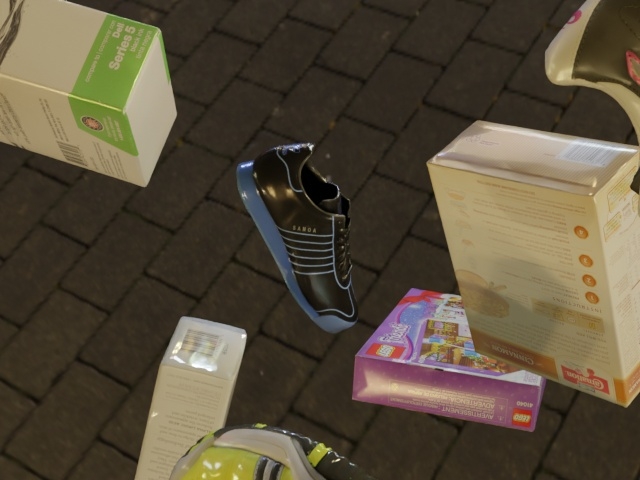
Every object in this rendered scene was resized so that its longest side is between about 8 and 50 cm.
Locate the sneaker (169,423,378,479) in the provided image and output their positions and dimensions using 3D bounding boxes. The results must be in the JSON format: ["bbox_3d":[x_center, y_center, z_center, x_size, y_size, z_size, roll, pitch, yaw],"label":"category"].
[{"bbox_3d":[0.016,0.251,0.655,0.384,0.145,0.147,21,56,39],"label":"sneaker"}]

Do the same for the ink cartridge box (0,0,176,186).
[{"bbox_3d":[-0.318,-0.184,1.113,0.272,0.198,0.115,18,70,3],"label":"ink cartridge box"}]

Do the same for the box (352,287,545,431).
[{"bbox_3d":[0.173,0.132,1.170,0.200,0.057,0.293,8,14,16],"label":"box"}]

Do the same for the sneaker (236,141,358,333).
[{"bbox_3d":[0.000,0.000,1.051,0.090,0.232,0.081,-19,28,22],"label":"sneaker"}]

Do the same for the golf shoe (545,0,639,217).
[{"bbox_3d":[0.225,-0.029,0.483,0.120,0.273,0.105,-30,14,27],"label":"golf shoe"}]

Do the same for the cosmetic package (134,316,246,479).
[{"bbox_3d":[-0.151,0.216,1.092,0.085,0.231,0.117,14,23,-1],"label":"cosmetic package"}]

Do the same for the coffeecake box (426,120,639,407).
[{"bbox_3d":[0.171,0.015,0.723,0.142,0.186,0.068,17,46,44],"label":"coffeecake box"}]
